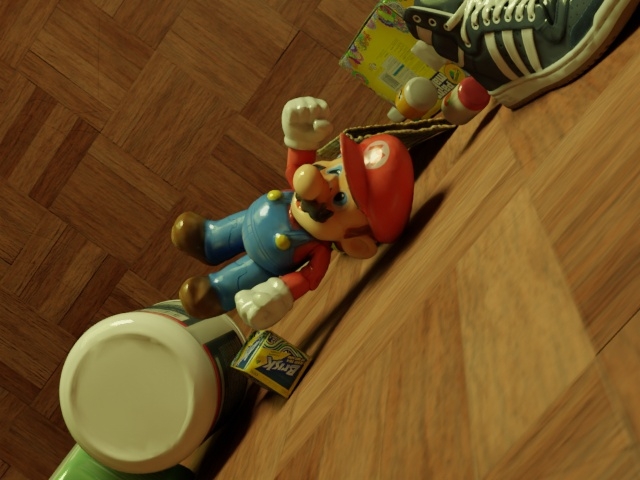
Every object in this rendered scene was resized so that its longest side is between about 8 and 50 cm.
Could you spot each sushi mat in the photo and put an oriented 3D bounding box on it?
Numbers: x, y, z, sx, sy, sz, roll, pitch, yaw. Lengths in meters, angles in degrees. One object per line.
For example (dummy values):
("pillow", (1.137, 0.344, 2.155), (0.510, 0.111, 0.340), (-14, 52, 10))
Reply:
("sushi mat", (0.087, -0.143, 1.394), (0.316, 0.151, 0.019), (180, 82, -83))

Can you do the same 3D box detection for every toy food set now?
("toy food set", (0.184, -0.226, 1.085), (0.232, 0.111, 0.104), (-52, 4, -20))

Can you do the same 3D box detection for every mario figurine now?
("mario figurine", (-0.044, -0.031, 1.073), (0.320, 0.198, 0.170), (-27, 8, 30))

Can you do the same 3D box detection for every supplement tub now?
("supplement tub", (-0.197, 0.176, 1.252), (0.191, 0.191, 0.272), (-53, -6, 6))

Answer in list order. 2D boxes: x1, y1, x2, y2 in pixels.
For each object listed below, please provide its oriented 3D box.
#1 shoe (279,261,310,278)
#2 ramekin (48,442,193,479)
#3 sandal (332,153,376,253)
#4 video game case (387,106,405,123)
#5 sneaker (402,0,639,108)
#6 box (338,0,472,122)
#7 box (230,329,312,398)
("shoe", (0.000, 0.000, 1.600), (0.219, 0.058, 0.076), (-50, -26, -5))
("ramekin", (-0.313, 0.384, 1.263), (0.303, 0.148, 0.303), (-53, 5, 7))
("sandal", (0.043, -0.068, 1.283), (0.138, 0.126, 0.317), (-50, 6, -5))
("video game case", (0.264, -0.388, 1.864), (0.329, 0.036, 0.300), (-54, 5, -11))
("sneaker", (0.172, -0.213, 0.876), (0.099, 0.153, 0.282), (-55, 5, -13))
("box", (0.201, -0.365, 1.498), (0.279, 0.177, 0.290), (-55, 5, -11))
("box", (-0.059, 0.140, 1.120), (0.054, 0.059, 0.169), (-57, 6, -11))
